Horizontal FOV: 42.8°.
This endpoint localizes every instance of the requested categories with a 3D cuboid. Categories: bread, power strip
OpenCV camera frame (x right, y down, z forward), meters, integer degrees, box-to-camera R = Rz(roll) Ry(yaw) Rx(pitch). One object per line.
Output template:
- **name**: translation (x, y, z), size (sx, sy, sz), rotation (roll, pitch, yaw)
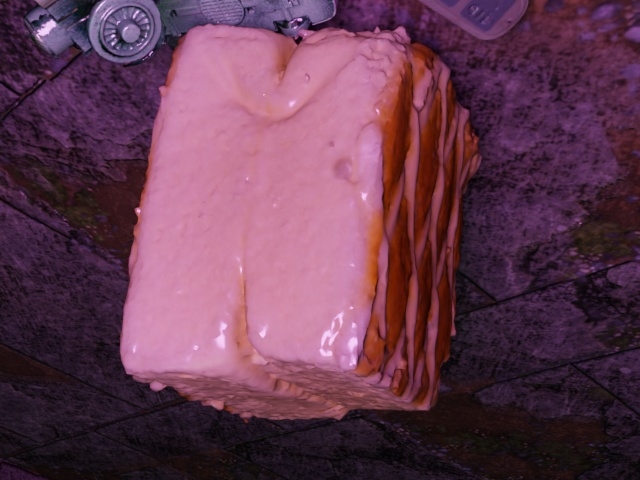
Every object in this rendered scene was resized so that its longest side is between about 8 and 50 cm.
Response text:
- **bread**: translation (0.000, 0.000, 0.895), size (0.279, 0.390, 0.371), rotation (2, 160, 23)
- **power strip**: translation (0.102, -0.269, 0.773), size (0.286, 0.048, 0.080), rotation (20, 129, -42)

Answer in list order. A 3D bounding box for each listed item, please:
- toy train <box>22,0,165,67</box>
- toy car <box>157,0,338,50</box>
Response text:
- **toy train**: translation (-0.145, -0.285, 0.704), size (0.307, 0.126, 0.189), rotation (-37, 149, -1)
- **toy car**: translation (-0.093, -0.265, 0.860), size (0.224, 0.076, 0.090), rotation (-2, 148, 20)
